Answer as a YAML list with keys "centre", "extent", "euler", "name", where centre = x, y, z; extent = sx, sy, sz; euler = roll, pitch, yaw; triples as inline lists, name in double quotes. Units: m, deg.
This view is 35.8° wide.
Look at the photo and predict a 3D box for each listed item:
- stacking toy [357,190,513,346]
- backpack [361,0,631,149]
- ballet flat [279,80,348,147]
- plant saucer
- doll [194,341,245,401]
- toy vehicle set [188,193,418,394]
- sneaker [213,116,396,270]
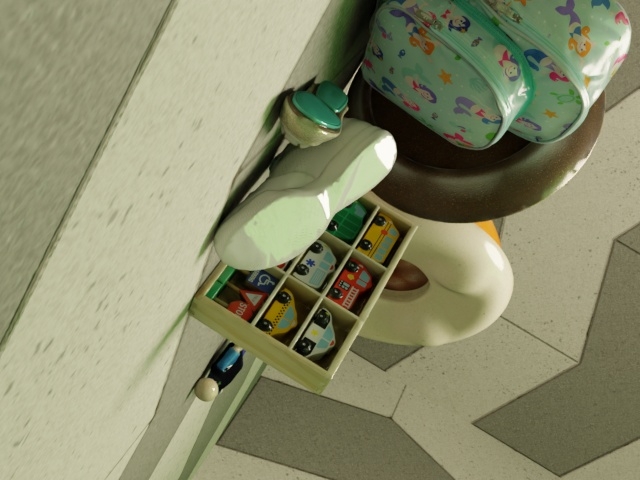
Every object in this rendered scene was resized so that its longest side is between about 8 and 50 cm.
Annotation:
- centre: [0.148, -0.108, 1.554]
  extent: [0.350, 0.351, 0.480]
  euler: [116, -9, -55]
  name: "stacking toy"
- centre: [0.174, -0.205, 1.009]
  extent: [0.191, 0.253, 0.225]
  euler: [-58, 177, -15]
  name: "backpack"
- centre: [-0.008, -0.108, 0.911]
  extent: [0.052, 0.057, 0.168]
  euler: [-50, 180, 19]
  name: "ballet flat"
- centre: [0.171, -0.168, 1.156]
  extent: [0.310, 0.311, 0.050]
  euler: [-58, 153, -16]
  name: "plant saucer"
- centre: [-0.151, 0.201, 1.612]
  extent: [0.129, 0.046, 0.189]
  euler: [-62, 176, 34]
  name: "doll"
- centre: [-0.012, 0.030, 1.115]
  extent: [0.267, 0.166, 0.035]
  euler: [-57, 176, -43]
  name: "toy vehicle set"
- centre: [-0.029, -0.052, 0.973]
  extent: [0.212, 0.094, 0.080]
  euler: [-36, 138, -22]
  name: "sneaker"
